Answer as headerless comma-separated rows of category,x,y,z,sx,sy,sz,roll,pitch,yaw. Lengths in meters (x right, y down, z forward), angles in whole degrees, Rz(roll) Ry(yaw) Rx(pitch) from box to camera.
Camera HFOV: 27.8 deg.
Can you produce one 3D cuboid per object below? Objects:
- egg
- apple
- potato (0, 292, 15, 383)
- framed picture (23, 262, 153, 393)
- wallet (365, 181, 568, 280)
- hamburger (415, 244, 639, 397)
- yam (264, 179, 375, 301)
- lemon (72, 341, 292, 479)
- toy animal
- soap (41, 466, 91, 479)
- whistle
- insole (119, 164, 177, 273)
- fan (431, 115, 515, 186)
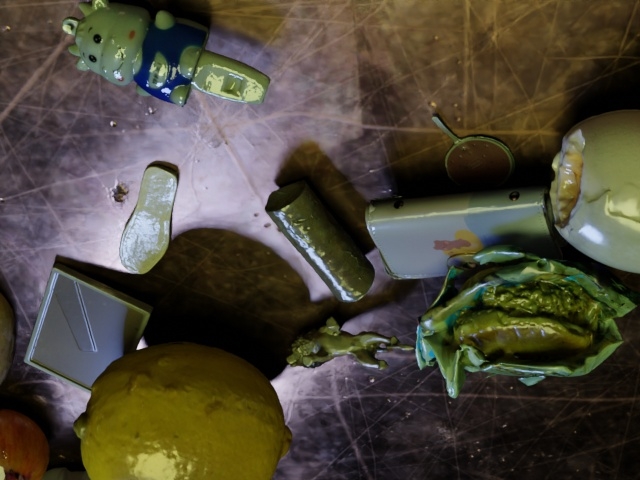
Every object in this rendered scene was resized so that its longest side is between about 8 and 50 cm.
egg,0.376,-0.053,1.451,0.217,0.183,0.183,4,132,-7
apple,-0.485,0.330,1.969,0.146,0.146,0.146,5,131,6
potato,-0.492,0.180,1.853,0.100,0.120,0.261,20,132,-15
framed picture,-0.331,0.135,1.830,0.150,0.015,0.203,25,128,-1
wallet,0.181,-0.013,1.593,0.231,0.069,0.170,-5,147,19
hamburger,0.255,0.121,1.597,0.260,0.150,0.276,9,154,-12
yam,0.000,0.000,1.640,0.068,0.068,0.169,-24,118,28
lemon,-0.187,0.264,1.778,0.284,0.260,0.260,-17,132,-14
toy animal,0.033,0.140,1.723,0.220,0.069,0.086,-2,167,41
soap,-0.521,0.445,2.054,0.302,0.159,0.258,19,135,-9
whistle,-0.177,-0.207,1.474,0.244,0.092,0.110,20,120,-5
insole,-0.223,-0.023,1.695,0.063,0.010,0.192,17,132,-5
fan,0.176,-0.106,1.554,0.085,0.005,0.133,-31,120,32
